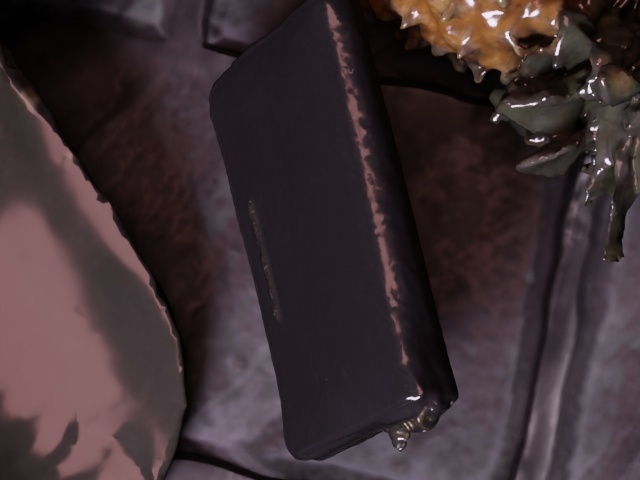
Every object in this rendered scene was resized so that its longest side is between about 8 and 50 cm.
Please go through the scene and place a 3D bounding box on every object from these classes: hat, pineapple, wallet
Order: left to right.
[{"bbox_3d":[-0.274,0.030,0.933,0.366,0.257,0.381,-33,107,-30],"label":"hat"},{"bbox_3d":[0.000,0.000,0.897,0.044,0.149,0.250,-3,73,-34],"label":"wallet"},{"bbox_3d":[0.135,-0.118,0.902,0.169,0.169,0.340,-40,80,-3],"label":"pineapple"}]
